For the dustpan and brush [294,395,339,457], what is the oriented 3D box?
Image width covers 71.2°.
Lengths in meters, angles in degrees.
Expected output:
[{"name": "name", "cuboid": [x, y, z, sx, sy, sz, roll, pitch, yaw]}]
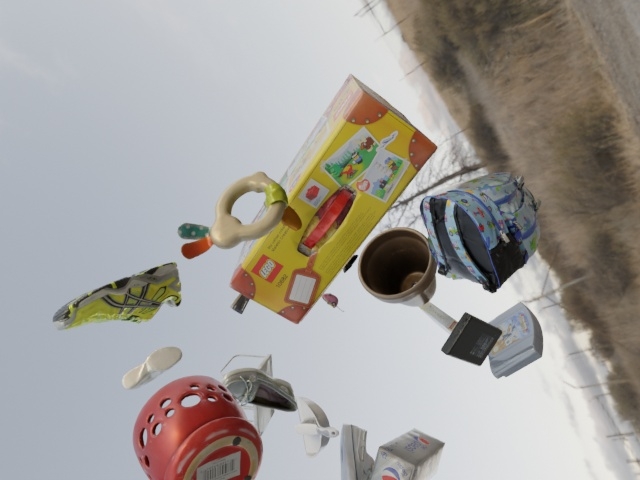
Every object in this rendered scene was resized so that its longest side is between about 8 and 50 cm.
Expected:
[{"name": "dustpan and brush", "cuboid": [-0.008, 0.448, 1.065, 0.060, 0.211, 0.148, -2, -105, -41]}]

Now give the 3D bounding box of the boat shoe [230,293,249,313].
[{"name": "boat shoe", "cuboid": [-0.285, 0.214, 1.847, 0.065, 0.206, 0.075, 40, 166, 0]}]

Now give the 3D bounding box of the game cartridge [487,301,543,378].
[{"name": "game cartridge", "cuboid": [0.683, 0.341, 1.584, 0.062, 0.198, 0.297, 40, -153, -5]}]

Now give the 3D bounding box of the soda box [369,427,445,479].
[{"name": "soda box", "cuboid": [0.231, 0.566, 1.146, 0.286, 0.098, 0.091, 23, -96, -59]}]

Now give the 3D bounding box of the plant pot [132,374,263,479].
[{"name": "plant pot", "cuboid": [-0.206, 0.358, 0.771, 0.191, 0.174, 0.191, -11, -70, -34]}]

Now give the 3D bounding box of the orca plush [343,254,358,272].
[{"name": "orca plush", "cuboid": [0.000, 0.000, 1.571, 0.287, 0.151, 0.102, 52, -174, 2]}]

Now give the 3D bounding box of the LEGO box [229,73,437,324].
[{"name": "LEGO box", "cuboid": [0.012, -0.114, 1.077, 0.193, 0.500, 0.373, 31, -159, -14]}]

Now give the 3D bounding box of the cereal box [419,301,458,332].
[{"name": "cereal box", "cuboid": [0.470, 0.311, 1.629, 0.173, 0.047, 0.240, 42, 180, -23]}]

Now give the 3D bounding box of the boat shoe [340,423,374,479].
[{"name": "boat shoe", "cuboid": [0.097, 0.564, 1.124, 0.258, 0.084, 0.095, -87, 5, -67]}]

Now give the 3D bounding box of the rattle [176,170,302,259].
[{"name": "rattle", "cuboid": [-0.143, -0.019, 0.807, 0.130, 0.200, 0.143, 43, 171, 11]}]

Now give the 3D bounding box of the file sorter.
[{"name": "file sorter", "cuboid": [-0.307, 0.637, 1.858, 0.193, 0.172, 0.278, -44, -45, -72]}]

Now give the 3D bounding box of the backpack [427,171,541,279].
[{"name": "backpack", "cuboid": [0.374, -0.038, 1.063, 0.274, 0.289, 0.356, 66, -152, -25]}]

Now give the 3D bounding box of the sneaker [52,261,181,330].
[{"name": "sneaker", "cuboid": [-0.554, 0.180, 1.284, 0.384, 0.145, 0.147, -24, -83, -48]}]

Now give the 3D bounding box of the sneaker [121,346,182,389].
[{"name": "sneaker", "cuboid": [-0.568, 0.440, 1.538, 0.080, 0.212, 0.094, 56, 168, 25]}]

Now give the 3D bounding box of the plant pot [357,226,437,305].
[{"name": "plant pot", "cuboid": [0.288, 0.120, 1.524, 0.229, 0.262, 0.263, 45, -147, -48]}]

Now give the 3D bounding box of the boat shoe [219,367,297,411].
[{"name": "boat shoe", "cuboid": [-0.219, 0.555, 1.633, 0.320, 0.118, 0.103, 31, -172, -34]}]

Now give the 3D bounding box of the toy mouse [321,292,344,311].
[{"name": "toy mouse", "cuboid": [0.013, 0.170, 1.431, 0.161, 0.031, 0.143, 31, 167, 46]}]

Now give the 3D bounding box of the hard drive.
[{"name": "hard drive", "cuboid": [0.318, 0.209, 0.932, 0.135, 0.094, 0.022, 26, -173, -38]}]

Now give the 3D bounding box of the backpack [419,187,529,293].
[{"name": "backpack", "cuboid": [0.256, -0.019, 0.767, 0.173, 0.116, 0.158, 61, 165, -20]}]
